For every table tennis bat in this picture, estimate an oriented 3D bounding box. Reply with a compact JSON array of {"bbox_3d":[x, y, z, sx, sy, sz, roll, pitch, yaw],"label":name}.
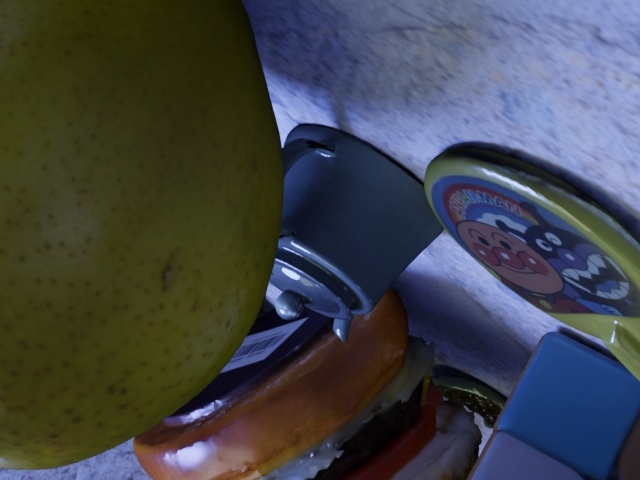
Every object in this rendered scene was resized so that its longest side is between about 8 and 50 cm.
[{"bbox_3d":[0.226,0.051,1.239,0.368,0.054,0.224,42,162,-18],"label":"table tennis bat"}]

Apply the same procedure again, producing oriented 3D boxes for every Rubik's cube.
[{"bbox_3d":[0.282,0.347,1.479,0.346,0.344,0.347,29,165,13],"label":"Rubik's cube"}]

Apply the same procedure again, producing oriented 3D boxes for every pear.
[{"bbox_3d":[-0.199,-0.035,1.124,0.362,0.418,0.362,20,161,7],"label":"pear"}]

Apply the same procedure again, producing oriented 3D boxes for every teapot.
[{"bbox_3d":[0.000,0.000,1.330,0.162,0.149,0.239,24,162,30],"label":"teapot"}]

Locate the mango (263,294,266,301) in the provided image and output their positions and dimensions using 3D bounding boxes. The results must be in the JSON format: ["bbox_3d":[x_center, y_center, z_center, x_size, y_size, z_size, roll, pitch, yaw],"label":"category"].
[{"bbox_3d":[-0.143,0.041,1.735,0.166,0.136,0.236,30,169,-3],"label":"mango"}]

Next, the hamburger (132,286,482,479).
[{"bbox_3d":[-0.010,0.213,1.578,0.250,0.330,0.330,56,159,-10],"label":"hamburger"}]

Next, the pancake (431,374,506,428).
[{"bbox_3d":[0.180,0.187,1.767,0.129,0.023,0.116,26,163,6],"label":"pancake"}]
